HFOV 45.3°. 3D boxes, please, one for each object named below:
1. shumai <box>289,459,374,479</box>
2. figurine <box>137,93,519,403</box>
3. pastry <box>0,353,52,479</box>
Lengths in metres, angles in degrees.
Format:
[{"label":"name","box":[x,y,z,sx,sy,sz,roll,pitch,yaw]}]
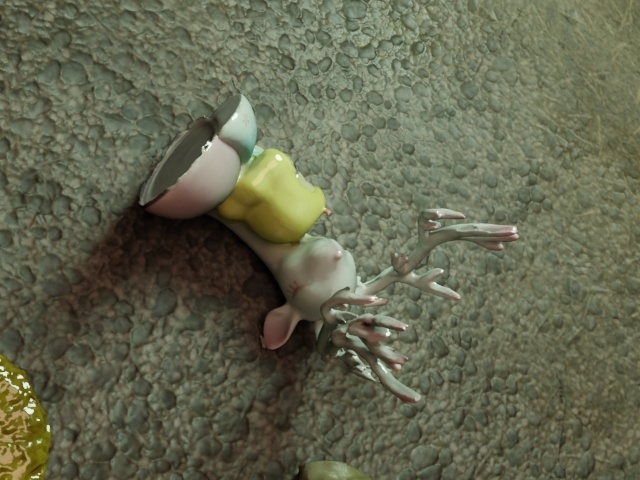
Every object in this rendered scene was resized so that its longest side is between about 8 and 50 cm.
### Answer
[{"label":"shumai","box":[0.015,0.317,0.710,0.185,0.184,0.218,-26,73,-26]},{"label":"figurine","box":[-0.009,0.011,0.755,0.315,0.284,0.206,40,64,-21]},{"label":"pastry","box":[-0.329,0.176,0.646,0.188,0.103,0.189,7,72,-23]}]
